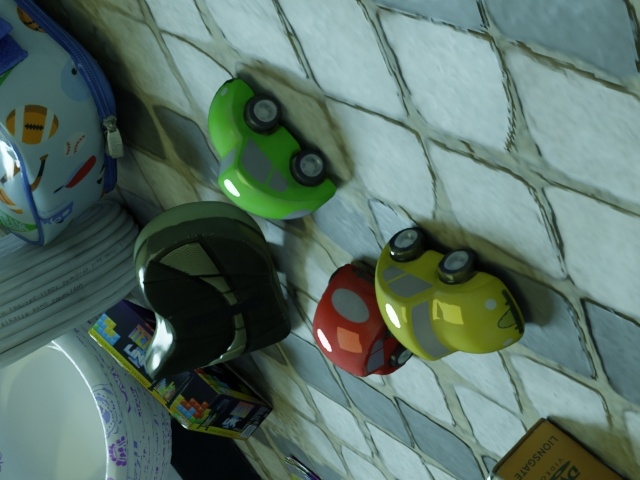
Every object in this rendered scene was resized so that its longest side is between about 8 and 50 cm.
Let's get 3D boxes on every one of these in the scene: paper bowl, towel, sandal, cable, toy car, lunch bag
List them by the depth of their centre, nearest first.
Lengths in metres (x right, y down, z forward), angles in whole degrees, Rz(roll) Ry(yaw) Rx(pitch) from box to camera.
[{"bbox_3d":[0.000,0.000,0.799,0.225,0.053,0.239,49,160,-5],"label":"toy car"},{"bbox_3d":[-0.087,0.030,0.994,0.303,0.120,0.086,100,153,-64],"label":"sandal"},{"bbox_3d":[-0.276,-0.145,1.013,0.303,0.115,0.243,44,158,13],"label":"lunch bag"},{"bbox_3d":[-0.274,0.046,1.166,0.257,0.257,0.089,-11,107,56],"label":"cable"},{"bbox_3d":[-0.005,0.269,1.393,0.083,0.009,0.060,35,156,32],"label":"towel"},{"bbox_3d":[-0.282,0.196,1.397,0.284,0.148,0.284,5,100,31],"label":"paper bowl"}]

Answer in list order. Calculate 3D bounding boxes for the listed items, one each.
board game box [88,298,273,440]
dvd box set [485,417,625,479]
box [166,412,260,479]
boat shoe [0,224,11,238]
[{"bbox_3d":[-0.132,0.128,1.251,0.141,0.048,0.170,42,-179,18],"label":"board game box"},{"bbox_3d":[0.279,0.320,0.824,0.420,0.062,0.308,38,158,26],"label":"dvd box set"},{"bbox_3d":[-0.307,0.314,1.684,0.395,0.293,0.212,19,146,54],"label":"box"},{"bbox_3d":[-0.382,-0.095,1.354,0.103,0.092,0.285,32,159,55],"label":"boat shoe"}]
